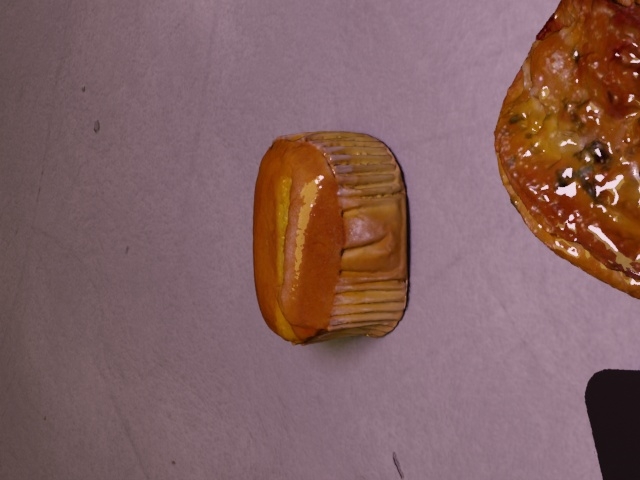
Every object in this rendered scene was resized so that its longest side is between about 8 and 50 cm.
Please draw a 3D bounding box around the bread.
[{"bbox_3d":[0.000,0.000,1.588,0.204,0.156,0.288,21,113,51],"label":"bread"}]

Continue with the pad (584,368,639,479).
[{"bbox_3d":[0.391,0.302,1.236,0.315,0.063,0.376,-4,102,51],"label":"pad"}]

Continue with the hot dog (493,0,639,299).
[{"bbox_3d":[0.320,-0.095,1.148,0.387,0.174,0.267,46,127,39],"label":"hot dog"}]
